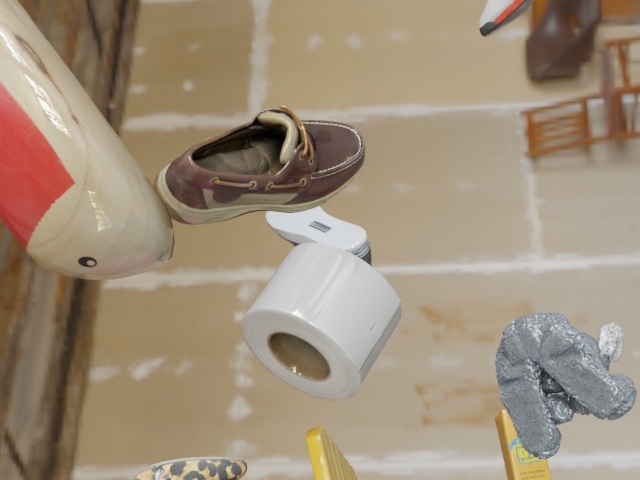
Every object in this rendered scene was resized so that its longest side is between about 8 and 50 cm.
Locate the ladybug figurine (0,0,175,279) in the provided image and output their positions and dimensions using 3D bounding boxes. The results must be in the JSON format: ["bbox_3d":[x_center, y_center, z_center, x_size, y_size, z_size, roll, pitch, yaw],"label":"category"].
[{"bbox_3d":[-0.346,-0.129,1.406,0.449,0.162,0.305,53,173,12],"label":"ladybug figurine"}]

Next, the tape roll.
[{"bbox_3d":[0.002,0.147,2.137,0.169,0.246,0.246,-55,-27,-32],"label":"tape roll"}]

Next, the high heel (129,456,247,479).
[{"bbox_3d":[-0.183,0.349,1.308,0.093,0.261,0.186,90,159,-59],"label":"high heel"}]

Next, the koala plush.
[{"bbox_3d":[0.385,0.197,1.849,0.221,0.196,0.203,-9,-114,-60],"label":"koala plush"}]

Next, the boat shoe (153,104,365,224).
[{"bbox_3d":[-0.058,-0.115,1.605,0.123,0.342,0.123,61,140,20],"label":"boat shoe"}]

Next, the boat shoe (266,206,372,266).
[{"bbox_3d":[0.000,0.000,2.385,0.301,0.108,0.102,23,141,47],"label":"boat shoe"}]

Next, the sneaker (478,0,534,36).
[{"bbox_3d":[0.309,-0.463,1.918,0.090,0.145,0.270,-35,-10,-46],"label":"sneaker"}]

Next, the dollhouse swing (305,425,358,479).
[{"bbox_3d":[0.151,0.494,2.080,0.347,0.315,0.305,60,-153,-52],"label":"dollhouse swing"}]

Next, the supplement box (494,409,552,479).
[{"bbox_3d":[0.413,0.453,2.387,0.080,0.078,0.233,90,170,-67],"label":"supplement box"}]
